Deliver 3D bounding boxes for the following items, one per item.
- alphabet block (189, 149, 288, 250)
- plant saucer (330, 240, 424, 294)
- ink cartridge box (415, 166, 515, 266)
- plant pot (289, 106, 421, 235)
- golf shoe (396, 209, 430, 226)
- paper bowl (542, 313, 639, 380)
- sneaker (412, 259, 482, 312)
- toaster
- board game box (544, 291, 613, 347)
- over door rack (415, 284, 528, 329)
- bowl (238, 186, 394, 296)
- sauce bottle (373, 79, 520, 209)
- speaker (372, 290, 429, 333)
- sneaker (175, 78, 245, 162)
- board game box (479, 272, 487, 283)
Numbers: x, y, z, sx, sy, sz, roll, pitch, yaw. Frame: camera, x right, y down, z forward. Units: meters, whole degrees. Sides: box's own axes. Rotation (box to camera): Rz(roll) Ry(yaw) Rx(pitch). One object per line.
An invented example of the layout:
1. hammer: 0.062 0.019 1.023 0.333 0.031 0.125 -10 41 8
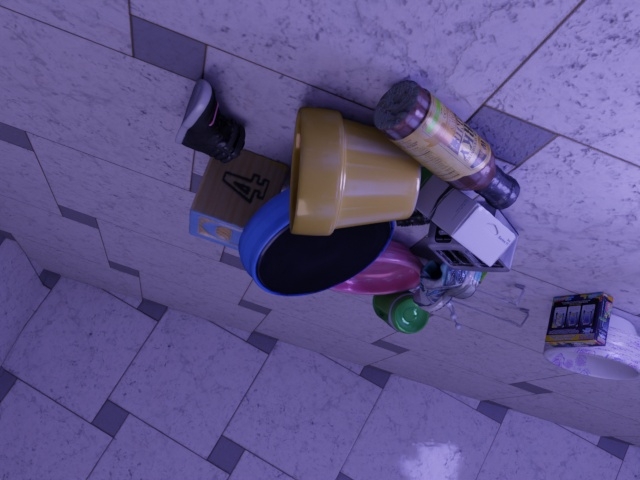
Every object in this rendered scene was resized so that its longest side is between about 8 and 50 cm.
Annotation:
1. alphabet block: -0.207 -0.100 1.687 0.193 0.197 0.192 20 160 -7
2. plant saucer: 0.138 0.074 1.947 0.332 0.084 0.332 1 158 1
3. ink cartridge box: 0.287 -0.052 1.414 0.153 0.087 0.208 33 -171 -35
4. plant pot: 0.065 -0.129 1.340 0.239 0.254 0.254 4 162 -7
5. golf shoe: 0.218 -0.079 1.585 0.077 0.094 0.198 -6 180 11
6. paper bowl: 0.812 0.303 1.977 0.284 0.148 0.284 15 160 5
7. sneaker: 0.320 0.106 1.838 0.122 0.110 0.283 33 151 -9
8. toaster: 0.363 -0.004 1.589 0.168 0.110 0.185 2 156 38
9. board game box: 0.712 0.221 1.853 0.048 0.141 0.170 27 159 -24
10. over door rack: 0.461 0.200 2.061 0.324 0.108 0.239 9 160 23
11. bowl: 0.000 0.000 1.614 0.391 0.077 0.391 -18 147 -12
12. sauce bottle: 0.249 -0.166 1.257 0.344 0.111 0.111 29 157 -34
13. speaker: 0.249 0.214 2.132 0.131 0.131 0.296 21 -179 -9
14. sneaker: -0.221 -0.251 1.444 0.146 0.105 0.296 21 166 -14
15. board game box: 0.411 0.061 1.823 0.092 0.043 0.181 15 161 7
